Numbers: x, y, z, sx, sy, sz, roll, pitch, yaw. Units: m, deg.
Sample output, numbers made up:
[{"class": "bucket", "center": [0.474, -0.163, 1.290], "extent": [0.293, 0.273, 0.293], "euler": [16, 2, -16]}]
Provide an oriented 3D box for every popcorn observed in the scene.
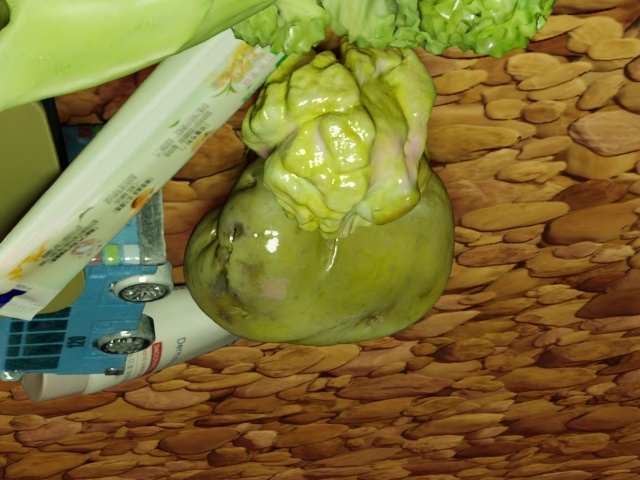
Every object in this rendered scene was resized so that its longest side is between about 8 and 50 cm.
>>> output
[{"class": "popcorn", "center": [0.012, -0.065, 1.251], "extent": [0.126, 0.126, 0.145], "euler": [-2, 147, 9]}]

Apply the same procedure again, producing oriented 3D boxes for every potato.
[{"class": "potato", "center": [0.002, 0.004, 1.400], "extent": [0.200, 0.137, 0.154], "euler": [-1, 167, -36]}]

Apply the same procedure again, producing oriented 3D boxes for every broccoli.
[{"class": "broccoli", "center": [-0.040, -0.168, 0.902], "extent": [0.302, 0.186, 0.254], "euler": [-2, -161, -16]}]

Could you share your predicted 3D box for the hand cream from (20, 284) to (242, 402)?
[{"class": "hand cream", "center": [-0.134, 0.076, 1.649], "extent": [0.248, 0.083, 0.133], "euler": [-10, 164, -24]}]

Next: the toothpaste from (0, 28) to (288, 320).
[{"class": "toothpaste", "center": [-0.090, -0.064, 1.118], "extent": [0.058, 0.056, 0.314], "euler": [40, 106, -18]}]

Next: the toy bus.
[{"class": "toy bus", "center": [-0.182, 0.013, 1.393], "extent": [0.133, 0.116, 0.234], "euler": [-2, 157, -14]}]

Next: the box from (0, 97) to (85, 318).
[{"class": "box", "center": [-0.225, -0.046, 1.176], "extent": [0.144, 0.090, 0.201], "euler": [-9, 139, -1]}]
